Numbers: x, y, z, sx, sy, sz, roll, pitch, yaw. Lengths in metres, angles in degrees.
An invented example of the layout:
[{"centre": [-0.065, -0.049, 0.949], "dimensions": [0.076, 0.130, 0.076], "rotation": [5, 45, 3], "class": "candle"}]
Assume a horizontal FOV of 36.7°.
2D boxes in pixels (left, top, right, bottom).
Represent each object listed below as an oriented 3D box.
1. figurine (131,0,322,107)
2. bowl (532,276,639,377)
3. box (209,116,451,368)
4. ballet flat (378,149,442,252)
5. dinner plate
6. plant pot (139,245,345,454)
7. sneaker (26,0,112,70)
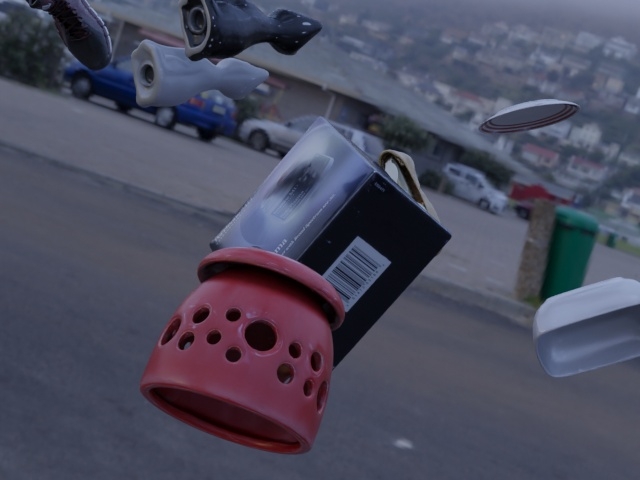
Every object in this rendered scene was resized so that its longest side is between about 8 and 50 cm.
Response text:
[{"centre": [-0.131, -0.259, 1.358], "dimensions": [0.209, 0.092, 0.215], "rotation": [-5, -20, -44], "class": "figurine"}, {"centre": [0.309, 0.095, 1.093], "dimensions": [0.142, 0.142, 0.053], "rotation": [56, 18, -53], "class": "bowl"}, {"centre": [0.000, 0.000, 1.518], "dimensions": [0.183, 0.296, 0.294], "rotation": [38, 7, -26], "class": "box"}, {"centre": [0.158, -0.070, 1.789], "dimensions": [0.073, 0.080, 0.232], "rotation": [26, 36, -51], "class": "ballet flat"}, {"centre": [0.289, -0.174, 1.343], "dimensions": [0.141, 0.017, 0.141], "rotation": [-10, -8, -1], "class": "dinner plate"}, {"centre": [-0.073, 0.115, 1.024], "dimensions": [0.191, 0.174, 0.191], "rotation": [16, -26, 8], "class": "plant pot"}, {"centre": [-0.551, -0.474, 2.029], "dimensions": [0.106, 0.281, 0.162], "rotation": [-19, 19, 19], "class": "sneaker"}]
